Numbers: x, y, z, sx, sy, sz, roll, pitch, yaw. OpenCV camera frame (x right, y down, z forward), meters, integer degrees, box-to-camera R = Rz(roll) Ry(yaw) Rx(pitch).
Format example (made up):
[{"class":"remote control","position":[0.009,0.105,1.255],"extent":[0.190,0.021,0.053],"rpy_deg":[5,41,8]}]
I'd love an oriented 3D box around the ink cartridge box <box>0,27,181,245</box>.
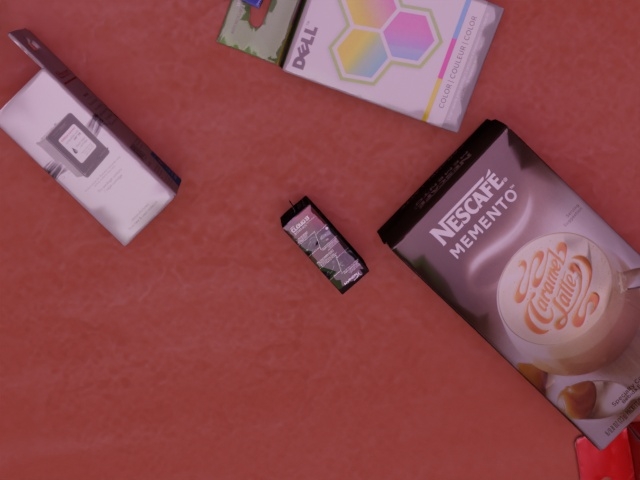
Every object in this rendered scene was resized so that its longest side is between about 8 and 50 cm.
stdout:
[{"class":"ink cartridge box","position":[-0.197,-0.085,1.285],"extent":[0.060,0.104,0.180],"rpy_deg":[-45,98,5]}]

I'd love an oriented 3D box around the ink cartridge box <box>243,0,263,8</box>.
[{"class":"ink cartridge box","position":[-0.060,-0.361,1.257],"extent":[0.185,0.065,0.311],"rpy_deg":[28,98,5]}]

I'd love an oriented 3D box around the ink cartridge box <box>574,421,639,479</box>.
[{"class":"ink cartridge box","position":[0.345,0.218,1.375],"extent":[0.231,0.078,0.134],"rpy_deg":[-10,99,-1]}]

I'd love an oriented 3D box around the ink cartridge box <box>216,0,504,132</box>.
[{"class":"ink cartridge box","position":[0.031,-0.174,1.305],"extent":[0.209,0.062,0.109],"rpy_deg":[20,97,-6]}]

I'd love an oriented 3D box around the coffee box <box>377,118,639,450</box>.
[{"class":"coffee box","position":[0.184,0.034,1.327],"extent":[0.246,0.098,0.141],"rpy_deg":[42,94,-8]}]

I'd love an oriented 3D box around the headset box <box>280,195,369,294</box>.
[{"class":"headset box","position":[0.000,0.000,1.330],"extent":[0.032,0.062,0.083],"rpy_deg":[-40,98,3]}]
